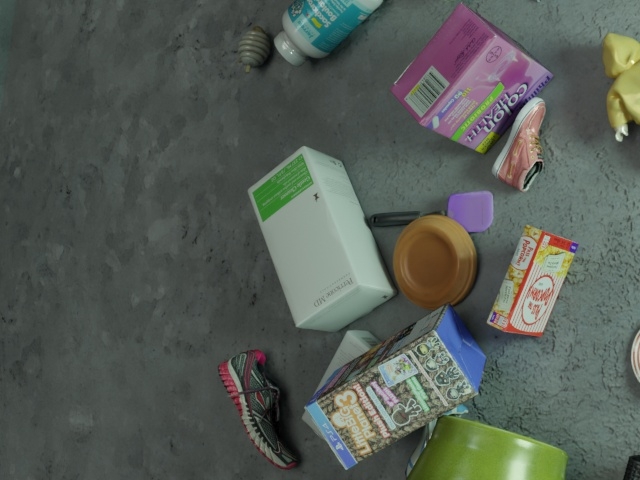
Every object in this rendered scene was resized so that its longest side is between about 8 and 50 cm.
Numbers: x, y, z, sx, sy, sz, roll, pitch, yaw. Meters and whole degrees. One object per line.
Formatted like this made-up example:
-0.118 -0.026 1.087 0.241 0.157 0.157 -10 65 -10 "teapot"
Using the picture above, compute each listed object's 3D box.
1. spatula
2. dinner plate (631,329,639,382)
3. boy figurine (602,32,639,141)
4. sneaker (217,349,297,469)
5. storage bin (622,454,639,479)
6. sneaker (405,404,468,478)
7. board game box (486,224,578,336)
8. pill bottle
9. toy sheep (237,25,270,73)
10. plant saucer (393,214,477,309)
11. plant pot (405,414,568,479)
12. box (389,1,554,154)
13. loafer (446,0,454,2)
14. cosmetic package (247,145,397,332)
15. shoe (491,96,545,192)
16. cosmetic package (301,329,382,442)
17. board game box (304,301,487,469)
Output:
0.227 -0.051 1.862 0.296 0.030 0.084 -5 84 39 "spatula"
0.595 0.196 1.500 0.141 0.017 0.141 -22 61 48 "dinner plate"
0.584 -0.254 1.564 0.177 0.092 0.285 -46 55 24 "boy figurine"
-0.131 0.388 2.027 0.112 0.121 0.299 -29 68 -2 "sneaker"
0.586 0.414 1.410 0.180 0.122 0.084 15 91 41 "storage bin"
0.229 0.425 1.731 0.086 0.085 0.237 14 92 45 "sneaker"
0.392 0.077 1.623 0.045 0.147 0.193 26 99 40 "board game box"
0.011 -0.528 2.061 0.264 0.146 0.146 -40 58 27 "pill bottle"
-0.171 -0.486 2.247 0.091 0.091 0.132 1 77 40 "toy sheep"
0.228 0.046 1.818 0.200 0.037 0.200 1 91 39 "plant saucer"
0.273 0.504 1.537 0.366 0.366 0.353 7 75 41 "plant pot"
0.297 -0.307 1.714 0.213 0.243 0.117 -50 55 21 "box"
0.209 -0.611 1.943 0.111 0.112 0.319 -52 46 26 "loafer"
0.000 0.000 1.962 0.197 0.155 0.365 -37 59 26 "cosmetic package"
0.410 -0.185 1.718 0.081 0.063 0.178 39 112 36 "shoe"
0.067 0.320 1.890 0.117 0.085 0.231 38 108 37 "cosmetic package"
0.150 0.270 1.676 0.291 0.232 0.141 -34 89 18 "board game box"
